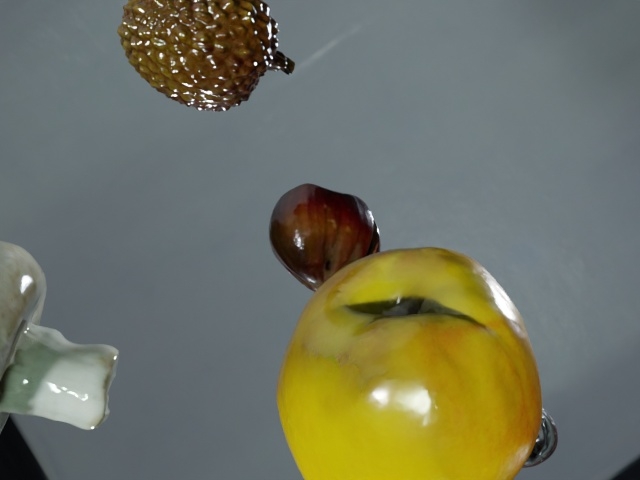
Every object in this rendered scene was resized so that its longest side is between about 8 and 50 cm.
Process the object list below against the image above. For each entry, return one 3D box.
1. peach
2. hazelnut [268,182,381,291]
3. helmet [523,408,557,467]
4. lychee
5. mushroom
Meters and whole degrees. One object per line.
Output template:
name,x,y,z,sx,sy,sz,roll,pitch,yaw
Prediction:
peach,0.093,0.172,0.876,0.289,0.289,0.308,-30,130,-30
hazelnut,0.000,0.000,1.280,0.178,0.178,0.204,-35,145,6
helmet,0.295,0.293,1.183,0.123,0.098,0.070,-6,156,25
lychee,-0.142,-0.260,1.028,0.238,0.200,0.200,8,152,-24
mushroom,-0.316,0.128,0.788,0.243,0.244,0.243,-34,173,-5
